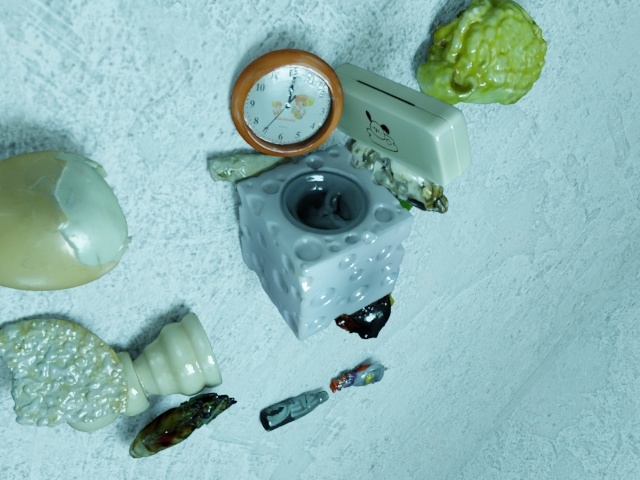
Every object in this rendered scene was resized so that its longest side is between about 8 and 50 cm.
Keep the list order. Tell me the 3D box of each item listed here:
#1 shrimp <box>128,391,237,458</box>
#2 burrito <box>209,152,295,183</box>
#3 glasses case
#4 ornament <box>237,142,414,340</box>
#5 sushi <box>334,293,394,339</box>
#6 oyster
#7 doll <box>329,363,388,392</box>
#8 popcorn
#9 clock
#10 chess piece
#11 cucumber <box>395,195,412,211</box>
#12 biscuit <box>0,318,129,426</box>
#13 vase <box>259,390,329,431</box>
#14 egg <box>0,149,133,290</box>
[{"bbox_3d":[-0.276,0.387,1.214,0.365,0.071,0.233,-38,164,34],"label":"shrimp"},{"bbox_3d":[-0.126,-0.137,1.056,0.188,0.045,0.058,-11,142,-38],"label":"burrito"},{"bbox_3d":[0.130,-0.216,1.007,0.070,0.312,0.131,-40,138,-14],"label":"glasses case"},{"bbox_3d":[0.000,0.000,1.090,0.239,0.240,0.240,-24,146,-24],"label":"ornament"},{"bbox_3d":[0.105,0.163,1.398,0.172,0.150,0.153,-15,129,-31],"label":"sushi"},{"bbox_3d":[0.185,-0.143,1.280,0.344,0.078,0.129,27,84,-38],"label":"oyster"},{"bbox_3d":[0.121,0.410,1.669,0.194,0.062,0.104,-12,127,-25],"label":"doll"},{"bbox_3d":[0.343,-0.401,1.163,0.285,0.173,0.226,-7,110,-24],"label":"popcorn"},{"bbox_3d":[-0.059,-0.242,0.997,0.205,0.051,0.205,-8,132,-9],"label":"clock"},{"bbox_3d":[-0.359,0.275,1.101,0.299,0.167,0.167,-23,133,-20],"label":"chess piece"},{"bbox_3d":[0.149,-0.049,1.347,0.250,0.056,0.056,-38,138,-12],"label":"cucumber"},{"bbox_3d":[-0.462,0.242,0.983,0.265,0.040,0.188,41,77,-15],"label":"biscuit"},{"bbox_3d":[-0.066,0.471,1.558,0.211,0.060,0.060,-13,128,-31],"label":"vase"},{"bbox_3d":[-0.402,-0.025,0.798,0.244,0.201,0.201,-10,127,-20],"label":"egg"}]
